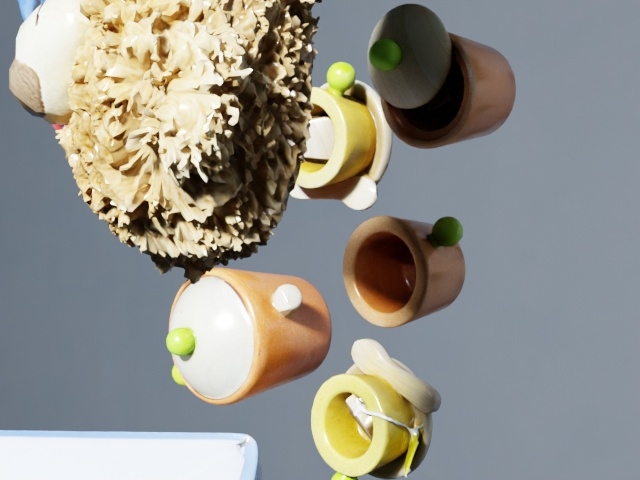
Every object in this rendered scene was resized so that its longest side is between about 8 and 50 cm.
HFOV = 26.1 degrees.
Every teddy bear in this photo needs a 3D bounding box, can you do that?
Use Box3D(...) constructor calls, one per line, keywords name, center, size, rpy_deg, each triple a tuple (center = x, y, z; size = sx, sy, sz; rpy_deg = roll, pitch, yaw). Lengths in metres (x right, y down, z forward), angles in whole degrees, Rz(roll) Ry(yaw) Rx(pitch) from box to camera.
Box3D(name="teddy bear", center=(-0.049, -0.157, 0.595), size=(0.245, 0.113, 0.337), rpy_deg=(8, 79, 67))

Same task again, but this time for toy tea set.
Box3D(name="toy tea set", center=(0.000, 0.000, 0.911), size=(0.200, 0.124, 0.336), rpy_deg=(29, 112, 39))

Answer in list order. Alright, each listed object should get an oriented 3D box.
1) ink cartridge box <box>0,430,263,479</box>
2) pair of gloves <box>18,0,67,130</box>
Box3D(name="ink cartridge box", center=(-0.160, 0.337, 1.092), size=(0.151, 0.270, 0.395), rpy_deg=(-76, -17, -52))
Box3D(name="pair of gloves", center=(-0.154, -0.079, 0.949), size=(0.198, 0.023, 0.159), rpy_deg=(61, -171, -30))
